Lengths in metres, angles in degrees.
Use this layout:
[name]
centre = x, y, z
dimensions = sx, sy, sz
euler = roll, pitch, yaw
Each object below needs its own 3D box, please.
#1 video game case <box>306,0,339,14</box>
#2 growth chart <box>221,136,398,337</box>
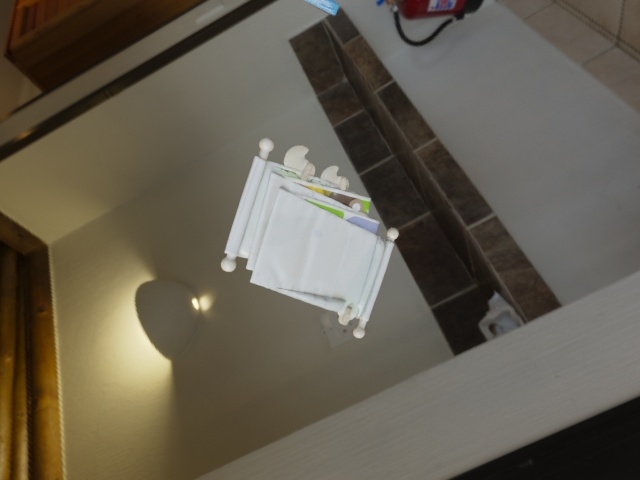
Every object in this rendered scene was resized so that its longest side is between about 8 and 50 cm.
[video game case]
centre = -0.034, -0.317, 0.612
dimensions = 0.119, 0.015, 0.166
euler = 23, -157, -9
[growth chart]
centre = 0.000, 0.000, 0.568
dimensions = 0.237, 0.172, 0.021
euler = 29, 170, -32
